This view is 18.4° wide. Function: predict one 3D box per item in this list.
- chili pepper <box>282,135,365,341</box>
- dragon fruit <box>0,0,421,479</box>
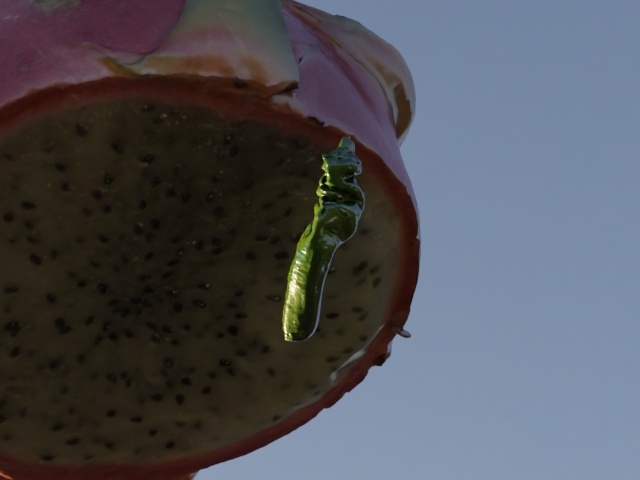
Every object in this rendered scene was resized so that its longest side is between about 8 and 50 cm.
[{"bbox_3d":[0.000,0.000,0.768,0.027,0.022,0.083,-2,-68,-59],"label":"chili pepper"},{"bbox_3d":[-0.092,-0.024,0.952,0.291,0.189,0.290,-6,-48,-6],"label":"dragon fruit"}]
